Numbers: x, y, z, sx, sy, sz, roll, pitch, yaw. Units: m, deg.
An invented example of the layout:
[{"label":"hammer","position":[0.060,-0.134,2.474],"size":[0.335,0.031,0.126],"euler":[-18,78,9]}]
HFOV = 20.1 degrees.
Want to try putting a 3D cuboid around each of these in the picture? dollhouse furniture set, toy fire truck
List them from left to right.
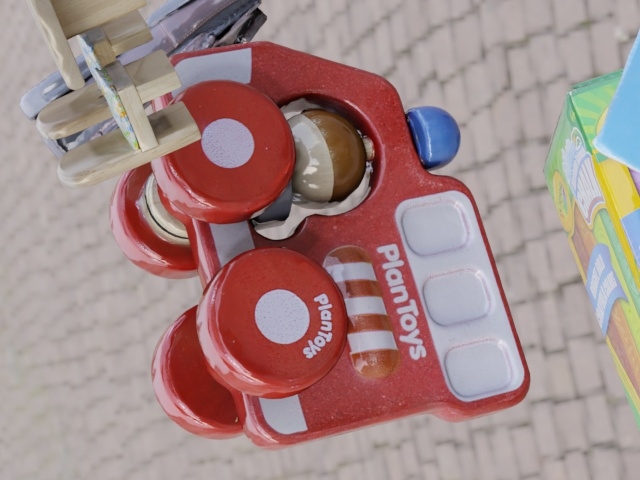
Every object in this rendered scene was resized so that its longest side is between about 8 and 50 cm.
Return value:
[{"label":"dollhouse furniture set","position":[-0.209,-0.164,1.138],"size":[0.242,0.161,0.212],"euler":[-124,12,-57]},{"label":"toy fire truck","position":[0.000,0.000,1.303],"size":[0.169,0.254,0.302],"euler":[135,122,-63]}]

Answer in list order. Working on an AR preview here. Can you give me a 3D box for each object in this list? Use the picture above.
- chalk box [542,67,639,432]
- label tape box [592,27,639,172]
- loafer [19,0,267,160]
[{"label":"chalk box","position":[0.261,-0.030,1.203],"size":[0.180,0.179,0.289],"euler":[82,169,-73]},{"label":"label tape box","position":[0.251,-0.124,0.525],"size":[0.333,0.241,0.106],"euler":[-67,12,-24]},{"label":"loafer","position":[-0.137,-0.175,1.720],"size":[0.095,0.302,0.109],"euler":[58,-178,-4]}]
